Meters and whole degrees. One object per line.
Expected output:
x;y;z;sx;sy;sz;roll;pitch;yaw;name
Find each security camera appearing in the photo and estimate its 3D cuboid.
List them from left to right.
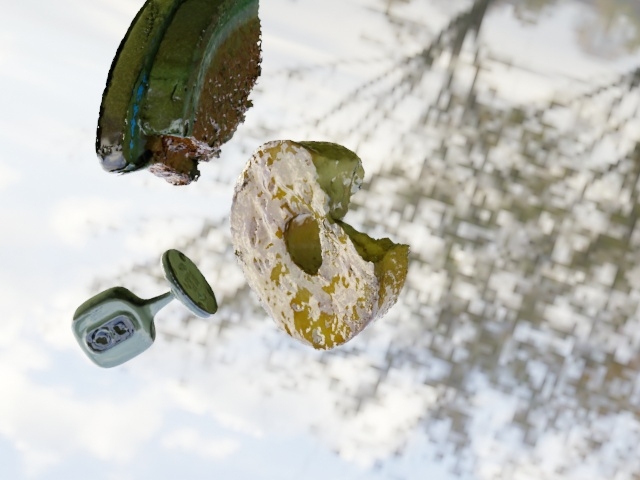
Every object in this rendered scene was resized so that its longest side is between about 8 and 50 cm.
-0.121;0.051;1.245;0.058;0.092;0.058;51;-167;-17;security camera

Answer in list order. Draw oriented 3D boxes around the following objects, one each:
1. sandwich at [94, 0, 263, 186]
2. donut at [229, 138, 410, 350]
-0.112;-0.137;1.648;0.079;0.159;0.235;3;-142;32;sandwich
0.000;0.000;0.949;0.043;0.108;0.097;-16;170;-40;donut
